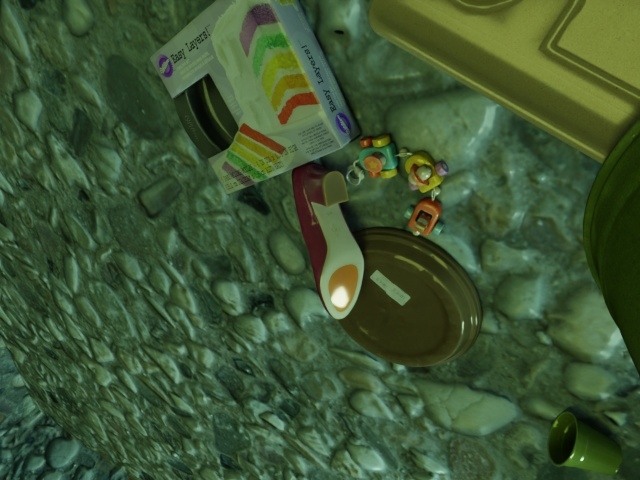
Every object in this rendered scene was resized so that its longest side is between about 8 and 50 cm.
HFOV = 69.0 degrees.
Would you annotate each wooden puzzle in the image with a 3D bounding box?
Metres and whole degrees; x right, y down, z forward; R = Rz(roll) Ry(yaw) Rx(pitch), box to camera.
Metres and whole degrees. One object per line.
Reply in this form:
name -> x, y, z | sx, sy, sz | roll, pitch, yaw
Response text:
wooden puzzle -> 0.247, -0.283, 0.396 | 0.322, 0.080, 0.348 | 34, 129, 9

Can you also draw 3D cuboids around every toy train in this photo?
toy train -> 0.107, -0.073, 0.653 | 0.166, 0.046, 0.125 | 33, 133, 10

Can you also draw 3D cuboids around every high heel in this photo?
high heel -> 0.000, 0.000, 0.735 | 0.117, 0.082, 0.244 | 25, 131, 57

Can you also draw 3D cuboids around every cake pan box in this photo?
cake pan box -> -0.105, -0.214, 0.686 | 0.267, 0.070, 0.245 | -12, 110, 40

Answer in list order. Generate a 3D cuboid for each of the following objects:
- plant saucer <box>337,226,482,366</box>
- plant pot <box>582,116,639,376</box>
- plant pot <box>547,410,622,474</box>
plant saucer -> 0.122, 0.107, 0.774 | 0.278, 0.041, 0.278 | 18, 128, 24
plant pot -> 0.375, 0.080, 0.278 | 0.366, 0.353, 0.366 | 13, 128, 17
plant pot -> 0.404, 0.315, 0.706 | 0.079, 0.083, 0.083 | 21, 131, 6
